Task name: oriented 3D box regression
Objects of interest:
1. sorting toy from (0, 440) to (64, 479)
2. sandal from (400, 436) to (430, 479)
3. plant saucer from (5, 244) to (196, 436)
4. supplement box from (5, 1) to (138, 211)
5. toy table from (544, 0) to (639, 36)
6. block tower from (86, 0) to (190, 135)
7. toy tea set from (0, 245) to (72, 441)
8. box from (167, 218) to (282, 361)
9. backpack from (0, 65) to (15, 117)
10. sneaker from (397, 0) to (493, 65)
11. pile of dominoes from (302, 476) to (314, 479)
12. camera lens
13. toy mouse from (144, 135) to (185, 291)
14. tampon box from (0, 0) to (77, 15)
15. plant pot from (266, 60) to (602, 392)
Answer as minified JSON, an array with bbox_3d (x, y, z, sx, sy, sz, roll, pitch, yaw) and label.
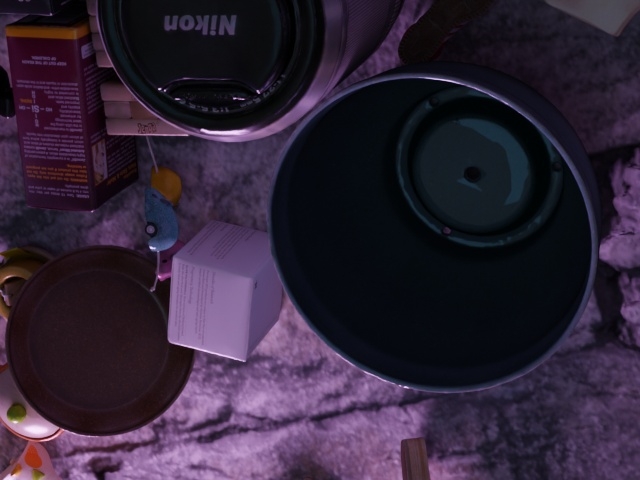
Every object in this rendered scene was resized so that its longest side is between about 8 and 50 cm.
[{"bbox_3d":[-0.326,0.279,1.913,0.075,0.045,0.083,36,121,-19],"label":"sorting toy"},{"bbox_3d":[0.132,0.317,1.730,0.079,0.088,0.240,-6,99,-2],"label":"sandal"},{"bbox_3d":[-0.229,0.104,1.752,0.199,0.036,0.198,0,89,-16],"label":"plant saucer"},{"bbox_3d":[-0.244,-0.134,1.671,0.081,0.104,0.188,5,112,19],"label":"supplement box"},{"bbox_3d":[0.331,-0.208,1.362,0.274,0.252,0.161,29,103,19],"label":"toy table"},{"bbox_3d":[-0.171,-0.272,1.595,0.097,0.091,0.335,2,111,19],"label":"block tower"},{"bbox_3d":[-0.400,0.143,1.830,0.336,0.124,0.200,-19,104,26],"label":"toy tea set"},{"bbox_3d":[-0.093,0.049,1.690,0.087,0.101,0.102,13,116,15],"label":"box"},{"bbox_3d":[-0.489,-0.111,1.724,0.263,0.213,0.276,43,122,11],"label":"backpack"},{"bbox_3d":[0.115,-0.203,1.551,0.118,0.067,0.042,-43,90,-1],"label":"sneaker"},{"bbox_3d":[0.021,0.389,1.822,0.251,0.040,0.196,35,118,5],"label":"pile of dominoes"},{"bbox_3d":[-0.052,-0.221,1.466,0.219,0.274,0.219,7,113,18],"label":"camera lens"},{"bbox_3d":[-0.152,-0.005,1.679,0.031,0.143,0.161,-5,136,2],"label":"toy mouse"},{"bbox_3d":[-0.283,-0.307,1.605,0.101,0.120,0.161,4,112,18],"label":"tampon box"},{"bbox_3d":[0.122,-0.037,1.522,0.293,0.196,0.293,8,114,17],"label":"plant pot"}]
